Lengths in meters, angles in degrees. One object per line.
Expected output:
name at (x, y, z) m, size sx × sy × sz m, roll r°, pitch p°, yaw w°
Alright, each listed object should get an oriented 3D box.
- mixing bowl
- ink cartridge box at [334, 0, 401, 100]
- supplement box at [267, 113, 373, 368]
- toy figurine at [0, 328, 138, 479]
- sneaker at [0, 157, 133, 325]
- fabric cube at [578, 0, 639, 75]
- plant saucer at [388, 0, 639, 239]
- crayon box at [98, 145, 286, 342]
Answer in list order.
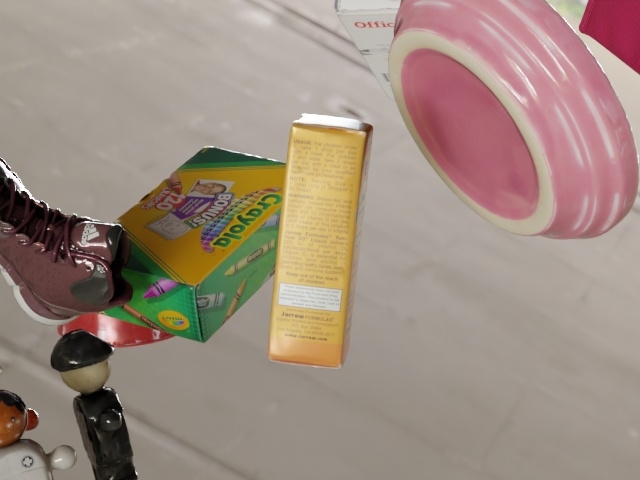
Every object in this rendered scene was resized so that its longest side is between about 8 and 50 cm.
mixing bowl at (-0.252, 0.061, 2.118) m, size 0.182 × 0.098 × 0.181 m, roll -2°, pitch -161°, yaw 1°
ink cartridge box at (0.127, -0.257, 1.966) m, size 0.159 × 0.092 × 0.218 m, roll 1°, pitch 158°, yaw 22°
supplement box at (0.000, 0.000, 1.579) m, size 0.080 × 0.233 × 0.078 m, roll 5°, pitch -168°, yaw 6°
toy figurine at (-0.290, 0.178, 1.478) m, size 0.213 × 0.148 × 0.209 m, roll -8°, pitch -170°, yaw 29°
sneaker at (-0.287, -0.026, 1.697) m, size 0.281 × 0.163 × 0.106 m, roll 52°, pitch -133°, yaw -36°
fabric cube at (0.377, -0.200, 1.134) m, size 0.254 × 0.259 × 0.258 m, roll 3°, pitch -153°, yaw -23°
plant saucer at (0.180, -0.130, 1.691) m, size 0.332 × 0.084 × 0.332 m, roll 45°, pitch 158°, yaw 24°
crayon box at (-0.134, -0.002, 1.914) m, size 0.165 × 0.081 × 0.278 m, roll 13°, pitch -144°, yaw 26°
